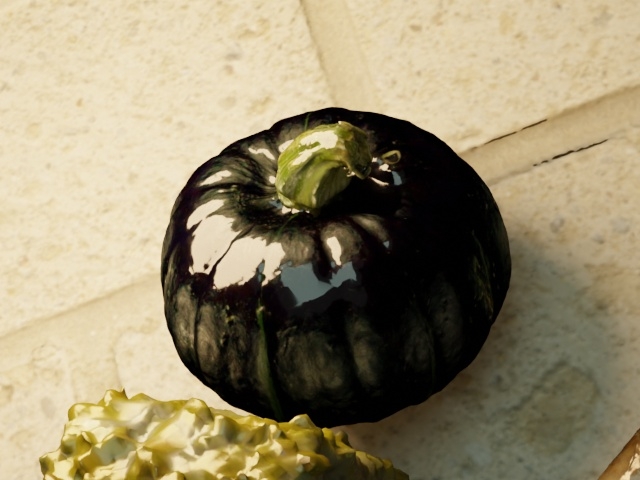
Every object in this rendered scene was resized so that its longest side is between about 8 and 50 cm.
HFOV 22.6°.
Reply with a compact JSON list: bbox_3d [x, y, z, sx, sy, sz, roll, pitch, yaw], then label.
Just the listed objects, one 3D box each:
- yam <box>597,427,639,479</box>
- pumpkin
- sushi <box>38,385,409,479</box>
[{"bbox_3d":[0.336,0.109,1.295,0.300,0.066,0.066,-46,61,-3],"label":"yam"},{"bbox_3d":[0.000,0.000,1.322,0.295,0.296,0.296,-7,65,16],"label":"pumpkin"},{"bbox_3d":[-0.103,0.310,1.188,0.240,0.351,0.397,11,75,21],"label":"sushi"}]
